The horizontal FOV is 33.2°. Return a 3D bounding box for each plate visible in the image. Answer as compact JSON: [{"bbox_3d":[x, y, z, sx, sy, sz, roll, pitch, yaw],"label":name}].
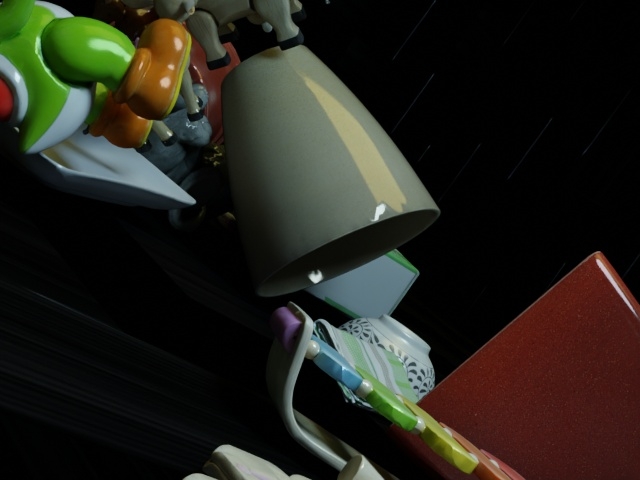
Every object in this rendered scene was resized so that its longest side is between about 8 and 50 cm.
[{"bbox_3d":[-0.308,-0.119,1.207,0.278,0.045,0.277,38,10,22],"label":"plate"}]

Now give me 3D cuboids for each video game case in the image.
[{"bbox_3d":[-0.050,0.045,1.848,0.274,0.026,0.196,39,5,30],"label":"video game case"}]

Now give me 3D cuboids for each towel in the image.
[{"bbox_3d":[0.060,0.147,1.191,0.152,0.023,0.113,26,30,-47],"label":"towel"}]

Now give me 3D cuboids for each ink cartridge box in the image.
[{"bbox_3d":[0.000,0.000,1.720,0.211,0.121,0.289,31,8,-24],"label":"ink cartridge box"}]

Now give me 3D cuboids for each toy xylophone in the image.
[{"bbox_3d":[0.088,0.174,0.821,0.322,0.081,0.236,35,-2,-18],"label":"toy xylophone"}]

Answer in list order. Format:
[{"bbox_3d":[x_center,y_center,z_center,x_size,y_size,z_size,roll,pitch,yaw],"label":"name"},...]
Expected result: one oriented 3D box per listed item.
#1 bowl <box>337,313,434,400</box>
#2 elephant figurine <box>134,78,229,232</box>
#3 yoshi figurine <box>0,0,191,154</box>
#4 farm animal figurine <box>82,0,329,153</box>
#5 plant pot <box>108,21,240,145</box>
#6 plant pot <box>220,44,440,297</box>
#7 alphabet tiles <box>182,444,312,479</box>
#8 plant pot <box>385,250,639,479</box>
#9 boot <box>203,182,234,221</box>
[{"bbox_3d":[0.085,0.145,1.347,0.170,0.080,0.170,35,3,-2],"label":"bowl"},{"bbox_3d":[-0.188,-0.095,1.456,0.239,0.186,0.169,70,12,-48],"label":"elephant figurine"},{"bbox_3d":[-0.319,-0.221,1.036,0.362,0.204,0.203,14,19,-25],"label":"yoshi figurine"},{"bbox_3d":[-0.160,-0.286,1.310,0.330,0.326,0.172,-111,177,-54],"label":"farm animal figurine"},{"bbox_3d":[-0.261,-0.224,1.678,0.272,0.272,0.265,35,12,-9],"label":"plant pot"},{"bbox_3d":[-0.019,-0.104,1.381,0.274,0.256,0.256,66,10,11],"label":"plant pot"},{"bbox_3d":[0.050,0.212,0.570,0.284,0.021,0.278,39,2,44],"label":"alphabet tiles"},{"bbox_3d":[0.266,0.203,1.079,0.236,0.267,0.267,52,9,21],"label":"plant pot"},{"bbox_3d":[-0.099,-0.144,1.702,0.207,0.246,0.094,-11,-47,37],"label":"boot"}]
